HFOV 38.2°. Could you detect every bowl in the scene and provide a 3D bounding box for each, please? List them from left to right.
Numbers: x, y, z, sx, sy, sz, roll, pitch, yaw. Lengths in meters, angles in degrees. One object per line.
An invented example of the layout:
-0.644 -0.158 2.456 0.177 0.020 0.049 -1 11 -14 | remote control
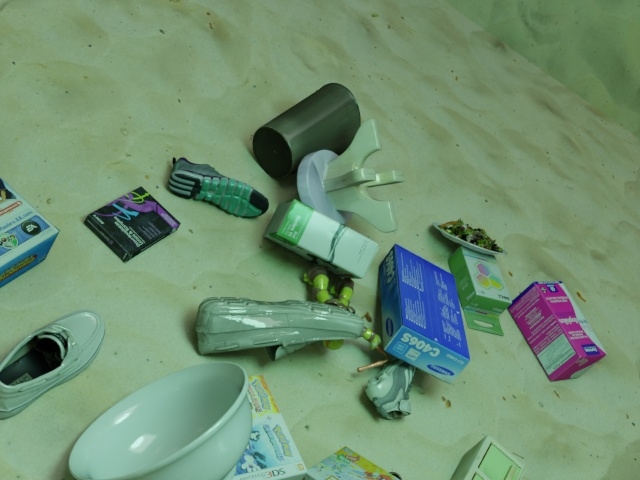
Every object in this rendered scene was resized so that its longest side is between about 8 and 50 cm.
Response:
-0.217 0.319 1.404 0.298 0.298 0.134 -48 118 -52 | bowl

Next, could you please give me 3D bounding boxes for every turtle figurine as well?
0.013 0.145 1.869 0.270 0.087 0.217 13 37 -15 | turtle figurine

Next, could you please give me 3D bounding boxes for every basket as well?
-0.038 -0.245 2.174 0.154 0.204 0.227 41 48 18 | basket

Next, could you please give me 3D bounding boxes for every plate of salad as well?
0.375 -0.014 2.299 0.200 0.048 0.200 21 10 -4 | plate of salad

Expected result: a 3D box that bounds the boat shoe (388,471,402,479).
0.076 0.473 1.600 0.073 0.073 0.207 43 39 2 | boat shoe

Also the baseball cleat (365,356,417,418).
0.158 0.294 1.866 0.206 0.072 0.109 -27 91 -52 | baseball cleat

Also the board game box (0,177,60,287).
-0.652 -0.027 1.523 0.302 0.086 0.308 41 38 5 | board game box

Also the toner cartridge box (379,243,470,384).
0.216 0.148 1.979 0.165 0.075 0.347 27 25 -11 | toner cartridge box

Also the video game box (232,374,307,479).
-0.142 0.336 1.589 0.187 0.048 0.205 -1 52 -42 | video game box

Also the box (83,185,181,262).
-0.365 -0.034 1.806 0.116 0.029 0.162 43 39 6 | box

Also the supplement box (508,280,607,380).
0.566 0.215 2.222 0.111 0.114 0.220 0 53 -39 | supplement box

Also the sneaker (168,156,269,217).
-0.213 -0.124 1.980 0.224 0.083 0.098 19 36 -22 | sneaker

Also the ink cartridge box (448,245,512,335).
0.388 0.119 2.218 0.109 0.062 0.209 15 43 -27 | ink cartridge box

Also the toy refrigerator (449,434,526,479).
0.289 0.491 1.732 0.102 0.094 0.269 41 37 5 | toy refrigerator

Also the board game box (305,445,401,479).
0.063 0.422 1.601 0.154 0.026 0.103 23 34 40 | board game box

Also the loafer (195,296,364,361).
-0.075 0.170 1.733 0.320 0.111 0.112 4 6 -14 | loafer

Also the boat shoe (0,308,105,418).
-0.434 0.178 1.484 0.096 0.088 0.267 43 38 8 | boat shoe

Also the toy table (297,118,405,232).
0.075 -0.132 2.070 0.274 0.161 0.252 -34 111 -64 | toy table

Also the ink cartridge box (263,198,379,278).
0.000 0.000 1.952 0.208 0.153 0.086 27 81 -12 | ink cartridge box
